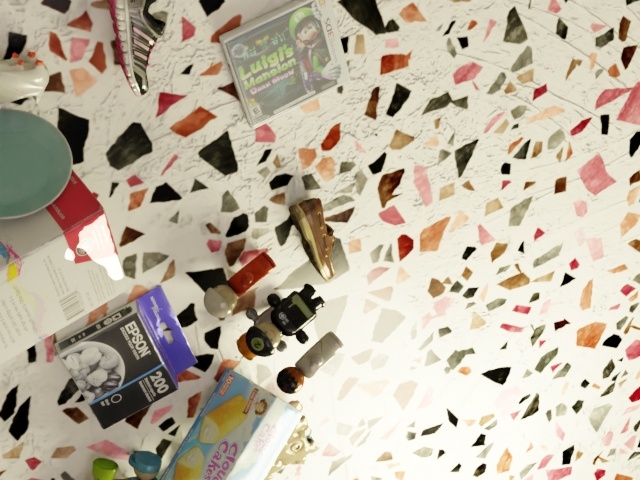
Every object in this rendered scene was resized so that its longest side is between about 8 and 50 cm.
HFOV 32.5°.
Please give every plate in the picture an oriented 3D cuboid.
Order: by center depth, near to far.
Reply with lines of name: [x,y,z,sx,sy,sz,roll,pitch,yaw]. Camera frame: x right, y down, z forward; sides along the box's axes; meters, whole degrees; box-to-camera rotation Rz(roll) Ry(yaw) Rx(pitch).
plate: [-0.445,-0.105,1.548,0.188,0.188,0.024,-18,154,-20]

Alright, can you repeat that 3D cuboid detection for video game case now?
video game case: [-0.053,-0.290,1.754,0.190,0.022,0.173,-28,130,-12]

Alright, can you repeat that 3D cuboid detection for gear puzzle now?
gear puzzle: [-0.175,0.432,2.158,0.338,0.044,0.176,-26,132,-10]

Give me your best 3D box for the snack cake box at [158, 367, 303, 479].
snack cake box: [-0.169,0.386,2.006,0.089,0.152,0.264,39,78,-42]

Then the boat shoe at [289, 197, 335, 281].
boat shoe: [0.000,0.000,1.952,0.060,0.064,0.178,-28,128,-10]

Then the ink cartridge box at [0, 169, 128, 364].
ink cartridge box: [-0.456,0.052,1.606,0.306,0.131,0.226,-31,152,-19]

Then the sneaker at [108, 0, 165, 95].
sneaker: [-0.259,-0.292,1.599,0.074,0.063,0.171,-14,122,-15]

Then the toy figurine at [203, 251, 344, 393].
toy figurine: [-0.083,0.151,1.906,0.148,0.213,0.210,-41,138,-17]

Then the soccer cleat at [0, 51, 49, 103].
soccer cleat: [-0.473,-0.220,1.520,0.196,0.068,0.076,-5,125,-32]

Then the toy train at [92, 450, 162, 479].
toy train: [-0.409,0.462,2.000,0.248,0.105,0.144,4,107,-33]

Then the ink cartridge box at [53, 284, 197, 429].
ink cartridge box: [-0.328,0.206,1.908,0.208,0.045,0.206,-30,131,-12]
